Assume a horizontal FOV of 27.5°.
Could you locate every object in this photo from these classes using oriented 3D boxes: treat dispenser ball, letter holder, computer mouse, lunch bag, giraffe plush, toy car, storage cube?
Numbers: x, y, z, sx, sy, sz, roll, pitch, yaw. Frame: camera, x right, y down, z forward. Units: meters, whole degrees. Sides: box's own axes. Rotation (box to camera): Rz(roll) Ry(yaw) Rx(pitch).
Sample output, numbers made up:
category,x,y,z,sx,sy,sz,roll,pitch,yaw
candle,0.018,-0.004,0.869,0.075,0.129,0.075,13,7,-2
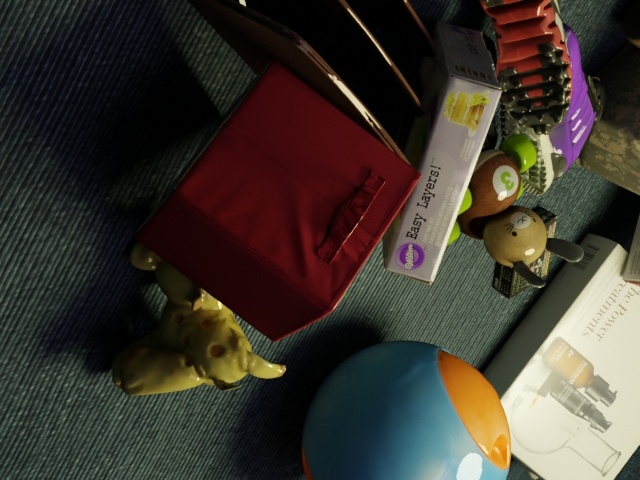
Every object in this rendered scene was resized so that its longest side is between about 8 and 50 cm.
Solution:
category,x,y,z,sx,sy,sz,roll,pitch,yaw
treat dispenser ball,0.117,0.282,1.799,0.288,0.288,0.288,-29,137,-31
letter holder,0.021,-0.216,1.350,0.152,0.214,0.302,-52,144,-4
computer mouse,0.204,-0.191,1.740,0.071,0.041,0.242,-53,152,-25
lunch bag,0.544,-0.200,1.941,0.287,0.235,0.169,-42,137,-17
giraffe plush,-0.144,0.077,1.466,0.181,0.210,0.170,-6,90,-33
toy car,0.264,-0.022,1.788,0.155,0.188,0.149,-32,156,-25
storage cube,-0.047,-0.036,1.342,0.184,0.193,0.215,-56,-172,-23

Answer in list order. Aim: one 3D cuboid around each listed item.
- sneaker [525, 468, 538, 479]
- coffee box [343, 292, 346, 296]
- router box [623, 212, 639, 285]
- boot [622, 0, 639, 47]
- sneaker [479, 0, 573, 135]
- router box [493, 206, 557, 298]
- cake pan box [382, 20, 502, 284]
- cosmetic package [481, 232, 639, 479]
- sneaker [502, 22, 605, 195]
category,x,y,z,sx,sy,sz,roll,pitch,yaw
sneaker,0.493,0.341,2.426,0.323,0.130,0.236,-9,132,-48
coffee box,0.000,0.000,1.648,0.113,0.040,0.184,-17,131,-41
router box,0.673,-0.051,2.160,0.301,0.082,0.335,18,84,-28
boot,0.564,-0.358,1.939,0.305,0.112,0.115,-42,136,-22
sneaker,0.262,-0.271,1.642,0.135,0.097,0.276,-66,142,-52
router box,0.317,0.019,2.027,0.092,0.038,0.122,-26,136,-33
cake pan box,0.136,-0.114,1.553,0.267,0.070,0.246,-85,-166,-66
cosmetic package,0.449,0.223,2.188,0.284,0.097,0.377,39,86,-26
sneaker,0.333,-0.206,1.814,0.146,0.102,0.293,-33,147,-23
